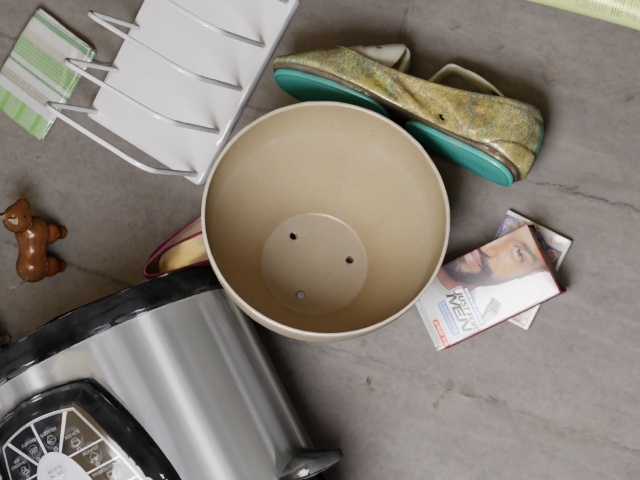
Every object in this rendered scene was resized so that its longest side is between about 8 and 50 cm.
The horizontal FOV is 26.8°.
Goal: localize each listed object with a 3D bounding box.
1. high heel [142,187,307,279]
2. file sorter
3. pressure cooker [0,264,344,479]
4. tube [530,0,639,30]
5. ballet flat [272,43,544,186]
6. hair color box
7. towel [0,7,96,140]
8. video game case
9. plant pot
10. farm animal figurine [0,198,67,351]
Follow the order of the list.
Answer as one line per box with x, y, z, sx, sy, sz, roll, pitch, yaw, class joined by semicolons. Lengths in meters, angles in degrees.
-0.117;-0.022;1.709;0.244;0.117;0.082;-31;81;17;high heel
-0.196;-0.238;1.705;0.193;0.173;0.278;32;101;17;file sorter
-0.184;0.280;1.610;0.375;0.370;0.420;-23;82;-21;pressure cooker
0.356;-0.287;1.574;0.240;0.062;0.070;14;139;14;tube
0.112;-0.177;1.639;0.348;0.123;0.123;25;99;18;ballet flat
0.199;0.057;1.620;0.167;0.053;0.093;-28;81;17;hair color box
-0.385;-0.229;1.855;0.113;0.023;0.152;38;105;17;towel
0.241;0.036;1.639;0.087;0.011;0.122;28;100;17;video game case
0.000;0.000;1.610;0.284;0.191;0.284;1;72;-4;plant pot
-0.534;0.008;1.828;0.330;0.172;0.327;31;101;17;farm animal figurine
